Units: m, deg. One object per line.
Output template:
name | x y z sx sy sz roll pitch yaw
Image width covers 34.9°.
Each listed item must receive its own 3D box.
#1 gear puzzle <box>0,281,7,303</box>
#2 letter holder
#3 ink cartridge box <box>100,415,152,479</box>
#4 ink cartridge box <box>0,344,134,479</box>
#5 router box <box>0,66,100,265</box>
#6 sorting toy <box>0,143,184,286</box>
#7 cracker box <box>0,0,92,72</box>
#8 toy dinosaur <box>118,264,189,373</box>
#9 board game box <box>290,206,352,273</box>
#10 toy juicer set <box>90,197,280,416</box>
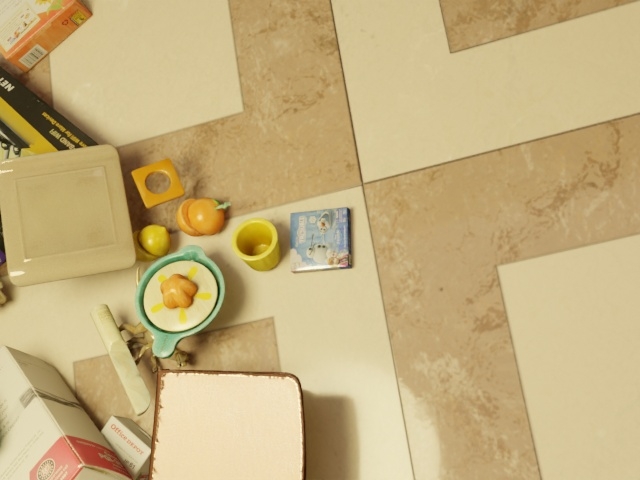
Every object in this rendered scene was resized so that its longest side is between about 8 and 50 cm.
gear puzzle | -0.634 0.004 1.537 0.175 0.339 0.044 -16 34 27
letter holder | -0.106 0.334 1.369 0.214 0.152 0.302 -1 75 16
ink cartridge box | -0.298 0.329 1.483 0.088 0.052 0.122 34 87 24
ink cartridge box | -0.422 0.317 1.451 0.207 0.117 0.283 -50 49 2
router box | -0.529 -0.133 1.625 0.308 0.081 0.243 36 67 23
sorting toy | -0.372 -0.035 1.500 0.347 0.047 0.196 -10 71 -10
cracker box | -0.518 -0.424 1.749 0.155 0.067 0.232 -39 69 4
toy dinosaur | -0.259 0.135 1.534 0.092 0.053 0.183 -31 64 -6
board game box | 0.000 0.000 1.492 0.090 0.020 0.090 -6 74 18
toy juicer set | -0.228 0.062 1.480 0.209 0.089 0.329 35 76 25
